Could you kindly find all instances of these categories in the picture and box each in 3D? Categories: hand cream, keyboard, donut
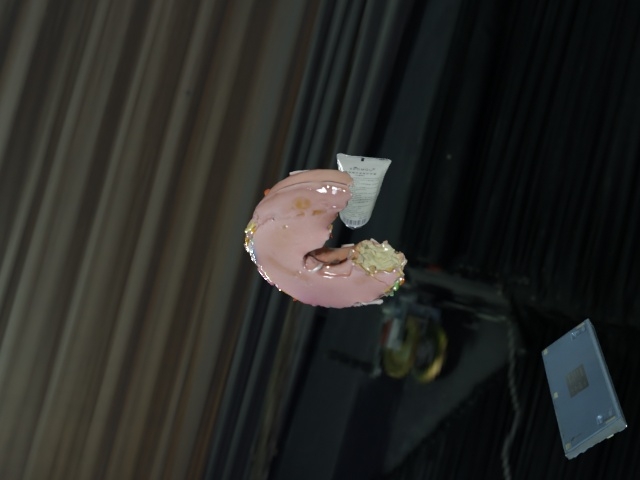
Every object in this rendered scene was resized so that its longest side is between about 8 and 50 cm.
[{"bbox_3d":[0.058,-0.078,1.645,0.080,0.050,0.234,5,158,-1],"label":"hand cream"},{"bbox_3d":[0.221,0.122,0.908,0.014,0.055,0.176,50,-163,-14],"label":"keyboard"},{"bbox_3d":[0.000,0.000,1.481,0.199,0.085,0.233,-15,129,25],"label":"donut"}]
